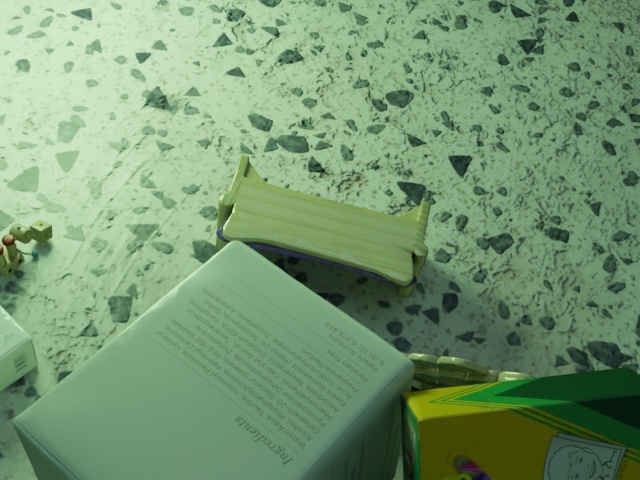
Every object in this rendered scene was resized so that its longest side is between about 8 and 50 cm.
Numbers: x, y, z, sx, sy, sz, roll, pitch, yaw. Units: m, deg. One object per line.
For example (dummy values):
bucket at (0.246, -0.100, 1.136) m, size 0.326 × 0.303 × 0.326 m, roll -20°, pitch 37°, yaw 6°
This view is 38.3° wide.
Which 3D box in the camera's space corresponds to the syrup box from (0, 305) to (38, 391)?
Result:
syrup box at (-0.559, 0.125, 1.449) m, size 0.237 × 0.093 × 0.096 m, roll 40°, pitch 58°, yaw 19°

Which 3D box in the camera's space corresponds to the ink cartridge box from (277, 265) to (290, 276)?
ink cartridge box at (-0.124, 0.131, 1.550) m, size 0.207 × 0.046 × 0.097 m, roll -27°, pitch 64°, yaw -26°

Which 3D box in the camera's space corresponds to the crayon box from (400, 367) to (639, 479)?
crayon box at (0.267, 0.361, 1.168) m, size 0.313 × 0.363 × 0.106 m, roll -5°, pitch 12°, yaw -10°

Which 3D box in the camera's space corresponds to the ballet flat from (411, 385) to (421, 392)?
ballet flat at (0.088, 0.246, 1.489) m, size 0.203 × 0.074 × 0.074 m, roll 0°, pitch 54°, yaw -7°

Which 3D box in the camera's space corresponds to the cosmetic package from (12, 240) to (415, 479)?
cosmetic package at (-0.126, 0.285, 1.240) m, size 0.327 × 0.329 × 0.393 m, roll 34°, pitch 56°, yaw 23°

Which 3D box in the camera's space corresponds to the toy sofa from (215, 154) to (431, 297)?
toy sofa at (0.000, 0.000, 1.603) m, size 0.362 × 0.150 × 0.177 m, roll 14°, pitch 57°, yaw 0°

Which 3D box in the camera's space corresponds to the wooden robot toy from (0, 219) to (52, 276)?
wooden robot toy at (-0.539, 0.012, 1.555) m, size 0.079 × 0.076 × 0.173 m, roll 24°, pitch 53°, yaw 22°

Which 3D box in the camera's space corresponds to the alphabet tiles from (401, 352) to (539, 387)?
alphabet tiles at (0.236, 0.216, 1.410) m, size 0.278 × 0.284 × 0.021 m, roll 25°, pitch 73°, yaw -40°
